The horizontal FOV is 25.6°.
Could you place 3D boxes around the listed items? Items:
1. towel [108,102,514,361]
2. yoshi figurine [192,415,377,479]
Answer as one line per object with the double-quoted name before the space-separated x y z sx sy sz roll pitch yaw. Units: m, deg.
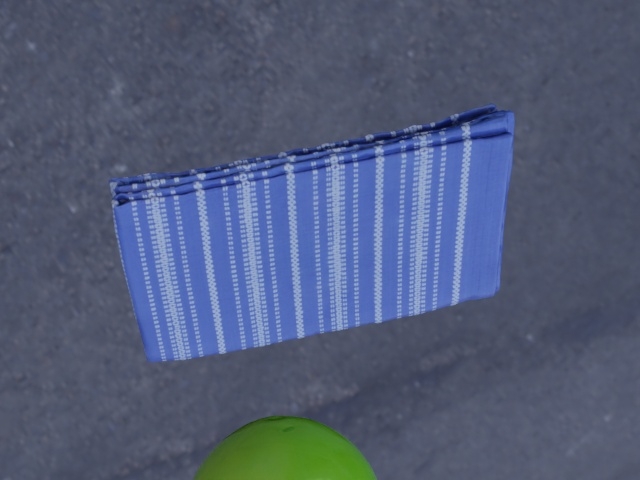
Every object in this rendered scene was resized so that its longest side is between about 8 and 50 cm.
"towel" 0.000 0.000 1.203 0.336 0.040 0.243 -11 141 -5
"yoshi figurine" 0.028 0.232 0.809 0.203 0.203 0.362 -22 127 39
